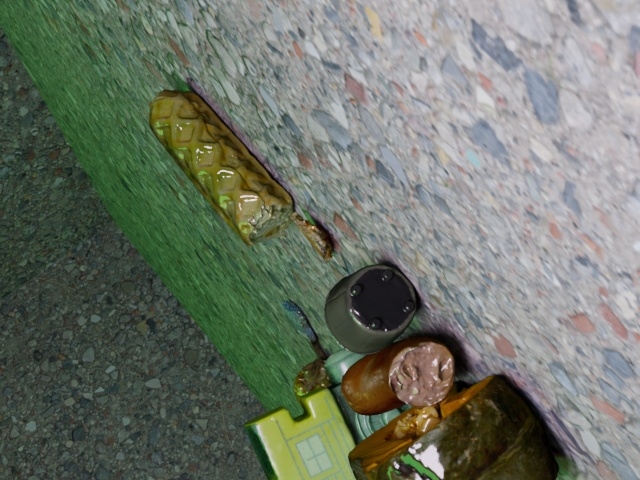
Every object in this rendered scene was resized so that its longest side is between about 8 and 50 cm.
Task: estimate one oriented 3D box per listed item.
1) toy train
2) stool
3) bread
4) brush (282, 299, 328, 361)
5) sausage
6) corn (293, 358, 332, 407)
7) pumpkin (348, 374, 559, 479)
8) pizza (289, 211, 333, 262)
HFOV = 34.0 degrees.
[{"bbox_3d":[0.063,0.384,1.482,0.442,0.272,0.179,65,171,4],"label":"toy train"},{"bbox_3d":[0.058,0.076,1.189,0.096,0.096,0.110,52,162,4],"label":"stool"},{"bbox_3d":[-0.142,-0.107,1.428,0.269,0.098,0.087,48,124,21],"label":"bread"},{"bbox_3d":[-0.012,0.187,1.907,0.070,0.021,0.196,33,158,56],"label":"brush"},{"bbox_3d":[0.096,0.159,1.240,0.076,0.102,0.302,63,167,6],"label":"sausage"},{"bbox_3d":[0.025,0.311,1.929,0.097,0.097,0.262,39,162,48],"label":"corn"},{"bbox_3d":[0.122,0.259,1.145,0.139,0.221,0.317,52,168,1],"label":"pumpkin"},{"bbox_3d":[0.000,-0.001,1.336,0.083,0.025,0.078,52,174,-28],"label":"pizza"}]
